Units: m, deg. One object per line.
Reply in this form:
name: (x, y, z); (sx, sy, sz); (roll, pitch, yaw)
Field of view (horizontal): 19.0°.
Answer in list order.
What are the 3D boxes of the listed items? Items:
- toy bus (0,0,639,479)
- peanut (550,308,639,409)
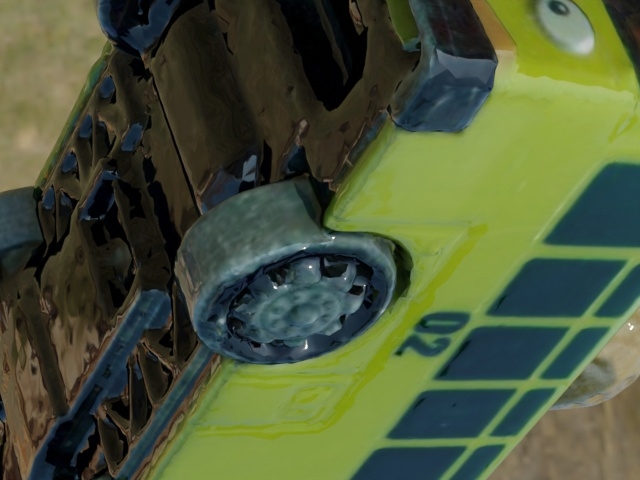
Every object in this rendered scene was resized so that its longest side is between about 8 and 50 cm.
toy bus: (0.000, 0.000, 0.520); (0.150, 0.128, 0.262); (3, 140, -32)
peanut: (0.169, 0.037, 1.150); (0.226, 0.108, 0.095); (-29, -175, 10)
